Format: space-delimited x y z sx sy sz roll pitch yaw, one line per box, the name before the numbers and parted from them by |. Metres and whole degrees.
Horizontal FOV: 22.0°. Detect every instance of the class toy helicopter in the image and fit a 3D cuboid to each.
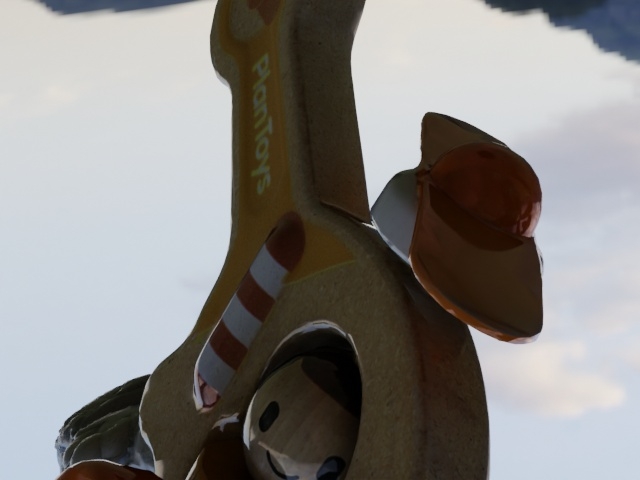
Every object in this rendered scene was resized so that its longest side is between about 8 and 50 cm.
toy helicopter | 0.000 0.000 0.625 0.140 0.355 0.235 18 139 -28

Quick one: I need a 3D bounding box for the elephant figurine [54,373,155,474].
elephant figurine | -0.021 0.171 0.805 0.186 0.239 0.169 -29 -168 -19
